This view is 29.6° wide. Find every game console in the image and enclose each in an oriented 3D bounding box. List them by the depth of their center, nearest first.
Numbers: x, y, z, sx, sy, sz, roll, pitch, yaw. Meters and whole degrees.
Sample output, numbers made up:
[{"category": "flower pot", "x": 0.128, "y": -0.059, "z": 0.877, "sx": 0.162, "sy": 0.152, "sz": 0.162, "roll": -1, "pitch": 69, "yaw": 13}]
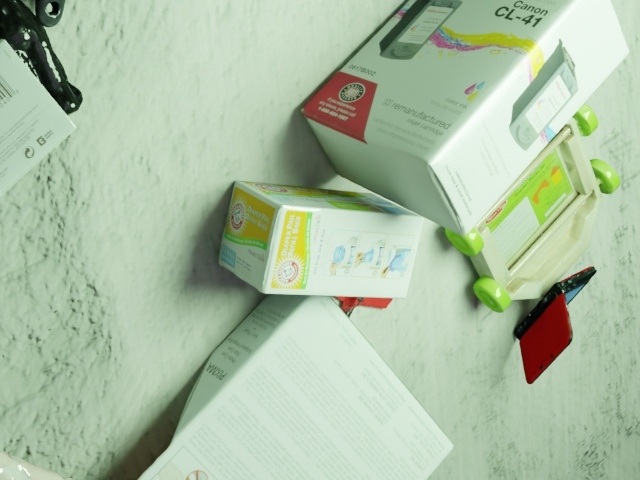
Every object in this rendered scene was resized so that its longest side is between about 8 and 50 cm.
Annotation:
[{"category": "game console", "x": 0.345, "y": 0.122, "z": 1.738, "sx": 0.124, "sy": 0.085, "sz": 0.144, "roll": -22, "pitch": 157, "yaw": -32}]

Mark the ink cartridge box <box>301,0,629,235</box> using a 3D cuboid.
[{"category": "ink cartridge box", "x": 0.165, "y": -0.183, "z": 1.399, "sx": 0.306, "sy": 0.226, "sz": 0.131, "roll": -49, "pitch": 133, "yaw": -14}]

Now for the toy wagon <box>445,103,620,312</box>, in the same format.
[{"category": "toy wagon", "x": 0.277, "y": -0.076, "z": 1.649, "sx": 0.267, "sy": 0.068, "sz": 0.344, "roll": -45, "pitch": 131, "yaw": -16}]

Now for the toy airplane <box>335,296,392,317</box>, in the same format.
[{"category": "toy airplane", "x": 0.059, "y": 0.042, "z": 1.544, "sx": 0.151, "sy": 0.028, "sz": 0.151, "roll": -16, "pitch": 118, "yaw": -33}]

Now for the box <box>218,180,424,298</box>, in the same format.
[{"category": "box", "x": 0.000, "y": 0.000, "z": 1.406, "sx": 0.203, "sy": 0.114, "sz": 0.103, "roll": 4, "pitch": 105, "yaw": -35}]

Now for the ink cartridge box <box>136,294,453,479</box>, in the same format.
[{"category": "ink cartridge box", "x": -0.059, "y": 0.281, "z": 1.469, "sx": 0.385, "sy": 0.091, "sz": 0.308, "roll": -45, "pitch": 117, "yaw": -12}]

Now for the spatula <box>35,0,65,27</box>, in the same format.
[{"category": "spatula", "x": -0.229, "y": -0.346, "z": 1.128, "sx": 0.084, "sy": 0.030, "sz": 0.297, "roll": 2, "pitch": 108, "yaw": -43}]

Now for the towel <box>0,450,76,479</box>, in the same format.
[{"category": "towel", "x": -0.424, "y": 0.348, "z": 1.259, "sx": 0.332, "sy": 0.053, "sz": 0.317, "roll": 36, "pitch": 85, "yaw": -43}]

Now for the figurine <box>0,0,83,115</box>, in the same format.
[{"category": "figurine", "x": -0.348, "y": -0.175, "z": 1.078, "sx": 0.214, "sy": 0.092, "sz": 0.210, "roll": -32, "pitch": 119, "yaw": -24}]

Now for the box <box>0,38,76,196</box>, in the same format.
[{"category": "box", "x": -0.286, "y": -0.104, "z": 1.031, "sx": 0.101, "sy": 0.087, "sz": 0.102, "roll": -46, "pitch": 120, "yaw": -17}]
